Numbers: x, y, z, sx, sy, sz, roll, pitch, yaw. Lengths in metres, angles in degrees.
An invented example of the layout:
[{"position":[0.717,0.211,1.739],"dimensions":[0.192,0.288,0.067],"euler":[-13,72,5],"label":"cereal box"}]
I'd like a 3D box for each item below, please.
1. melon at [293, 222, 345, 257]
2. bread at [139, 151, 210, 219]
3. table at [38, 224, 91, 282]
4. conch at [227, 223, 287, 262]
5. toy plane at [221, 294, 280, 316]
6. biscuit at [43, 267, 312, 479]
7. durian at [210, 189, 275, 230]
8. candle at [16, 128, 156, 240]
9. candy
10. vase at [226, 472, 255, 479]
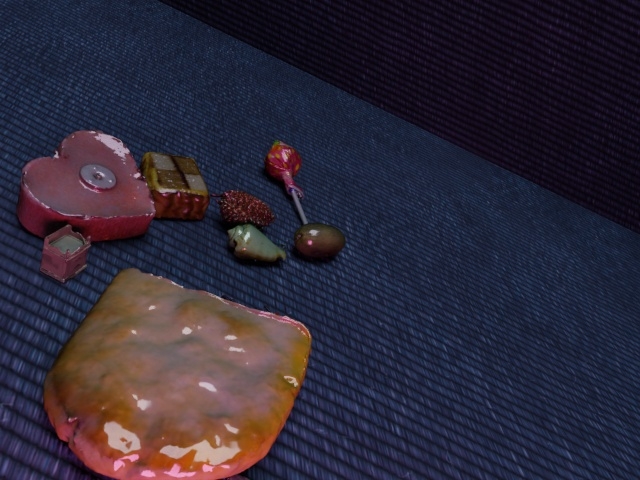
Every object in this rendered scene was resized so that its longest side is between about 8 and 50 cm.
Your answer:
[{"position":[0.000,0.000,1.571],"dimensions":[0.162,0.099,0.099],"euler":[6,35,-38],"label":"melon"},{"position":[-0.399,-0.150,1.527],"dimensions":[0.181,0.096,0.222],"euler":[7,35,-32],"label":"bread"},{"position":[-0.524,0.026,1.173],"dimensions":[0.062,0.083,0.079],"euler":[27,30,5],"label":"table"},{"position":[-0.163,0.019,1.458],"dimensions":[0.170,0.079,0.106],"euler":[24,45,-14],"label":"conch"},{"position":[-0.168,0.165,1.234],"dimensions":[0.130,0.061,0.189],"euler":[-33,54,-21],"label":"toy plane"},{"position":[-0.244,0.240,1.010],"dimensions":[0.429,0.104,0.446],"euler":[16,31,-1],"label":"biscuit"},{"position":[-0.216,-0.072,1.520],"dimensions":[0.188,0.091,0.148],"euler":[28,-13,-1],"label":"durian"},{"position":[-0.529,-0.107,1.343],"dimensions":[0.287,0.131,0.317],"euler":[26,40,-10],"label":"candle"},{"position":[-0.090,-0.167,1.784],"dimensions":[0.124,0.124,0.365],"euler":[4,45,-30],"label":"candy"},{"position":[-0.074,0.421,0.911],"dimensions":[0.167,0.059,0.059],"euler":[21,31,-5],"label":"vase"}]
